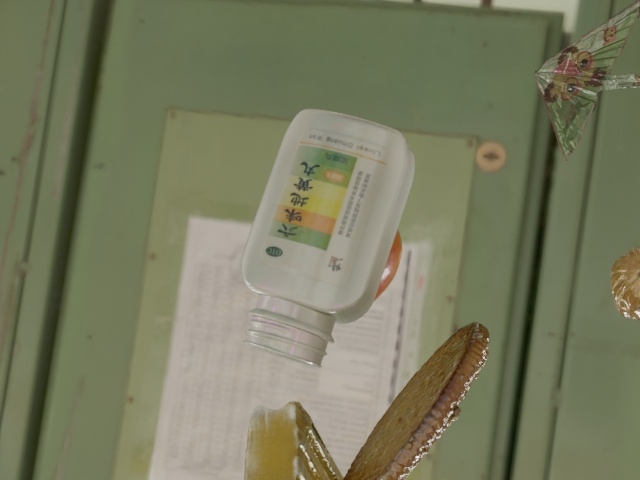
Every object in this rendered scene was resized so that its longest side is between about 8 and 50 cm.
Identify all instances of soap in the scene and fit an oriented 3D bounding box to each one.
[{"bbox_3d":[-0.026,0.376,1.432,0.089,0.174,0.274,-9,137,13],"label":"soap"}]

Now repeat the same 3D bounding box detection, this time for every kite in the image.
[{"bbox_3d":[0.473,-0.293,1.759,0.013,0.323,0.267,27,179,-35],"label":"kite"}]

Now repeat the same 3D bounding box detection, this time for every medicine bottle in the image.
[{"bbox_3d":[0.000,0.000,1.307,0.179,0.324,0.124,17,172,18],"label":"medicine bottle"}]

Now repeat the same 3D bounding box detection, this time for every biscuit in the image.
[{"bbox_3d":[0.120,0.231,1.262,0.038,0.305,0.305,38,176,1],"label":"biscuit"}]

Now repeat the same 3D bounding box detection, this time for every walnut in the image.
[{"bbox_3d":[0.456,0.065,1.380,0.105,0.105,0.124,6,158,33],"label":"walnut"}]

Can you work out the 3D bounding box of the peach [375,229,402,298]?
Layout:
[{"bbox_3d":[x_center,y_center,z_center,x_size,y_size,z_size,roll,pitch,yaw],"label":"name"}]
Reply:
[{"bbox_3d":[0.025,0.026,1.526,0.196,0.190,0.226,8,177,0],"label":"peach"}]
